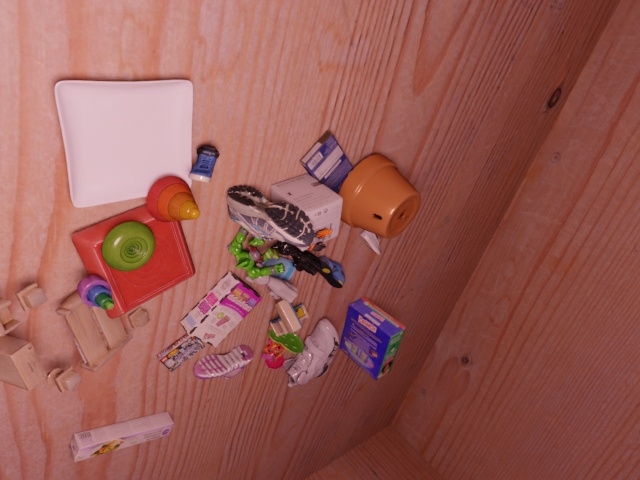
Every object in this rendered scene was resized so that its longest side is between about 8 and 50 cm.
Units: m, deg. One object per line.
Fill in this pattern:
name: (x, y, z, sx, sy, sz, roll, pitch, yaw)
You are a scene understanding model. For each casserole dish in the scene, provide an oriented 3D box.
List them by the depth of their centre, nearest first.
casserole dish: (-0.166, 0.104, 1.517, 0.114, 0.037, 0.188, -57, 144, 7)

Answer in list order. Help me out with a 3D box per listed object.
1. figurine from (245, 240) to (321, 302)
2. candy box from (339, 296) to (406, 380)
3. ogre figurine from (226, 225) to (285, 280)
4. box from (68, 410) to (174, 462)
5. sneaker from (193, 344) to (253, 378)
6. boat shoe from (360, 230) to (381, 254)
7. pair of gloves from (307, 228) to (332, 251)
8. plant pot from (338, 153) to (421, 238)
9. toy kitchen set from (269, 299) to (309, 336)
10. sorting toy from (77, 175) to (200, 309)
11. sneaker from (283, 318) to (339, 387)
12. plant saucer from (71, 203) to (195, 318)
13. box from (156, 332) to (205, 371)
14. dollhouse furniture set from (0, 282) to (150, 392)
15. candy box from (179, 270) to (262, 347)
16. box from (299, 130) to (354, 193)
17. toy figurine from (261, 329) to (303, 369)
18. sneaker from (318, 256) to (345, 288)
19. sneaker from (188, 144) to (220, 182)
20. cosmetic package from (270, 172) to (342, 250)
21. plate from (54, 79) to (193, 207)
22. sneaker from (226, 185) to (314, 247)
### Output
figurine: (-0.131, 0.097, 1.458, 0.215, 0.092, 0.209, -50, 136, -1)
candy box: (0.246, 0.481, 2.086, 0.122, 0.268, 0.317, -23, 136, -38)
ogre figurine: (-0.212, 0.042, 1.336, 0.118, 0.096, 0.197, -33, 122, 10)
box: (-0.663, 0.658, 1.435, 0.324, 0.067, 0.063, 7, 116, -50)
sneaker: (-0.364, 0.478, 1.585, 0.237, 0.095, 0.104, -6, 132, -45)
boat shoe: (0.230, 0.002, 1.839, 0.063, 0.066, 0.184, -47, 134, -4)
pair of gloves: (0.000, 0.000, 1.315, 0.074, 0.010, 0.083, -5, 127, -45)
plant pot: (0.227, -0.142, 1.555, 0.291, 0.203, 0.290, -35, 147, -27)
toy kitchen set: (-0.105, 0.274, 1.643, 0.166, 0.122, 0.207, -26, 177, -31)
sorting toy: (-0.403, 0.014, 0.990, 0.365, 0.126, 0.127, -54, 143, -15)
sneaker: (-0.046, 0.524, 1.919, 0.210, 0.137, 0.365, -21, 138, -38)
plant saucer: (-0.453, 0.049, 1.090, 0.259, 0.048, 0.258, -31, 130, -35)
box: (-0.469, 0.372, 1.430, 0.137, 0.027, 0.093, -37, 141, -18)
dollhouse furniture set: (-0.650, 0.178, 1.062, 0.355, 0.174, 0.303, -52, 143, -54)
candy box: (-0.329, 0.233, 1.423, 0.233, 0.071, 0.159, -47, 144, -7)
box: (0.030, -0.247, 1.423, 0.136, 0.036, 0.225, -49, 144, -3)
toy figurine: (-0.184, 0.466, 1.764, 0.173, 0.130, 0.159, 26, 111, -31)
sneaker: (0.044, 0.114, 1.740, 0.209, 0.069, 0.082, 53, 46, -44)
sneaker: (-0.287, -0.194, 1.051, 0.058, 0.152, 0.084, 13, 105, -11)
cosmetic package: (-0.049, -0.093, 1.346, 0.151, 0.184, 0.151, -24, 137, -33)
plate: (-0.425, -0.223, 0.950, 0.278, 0.045, 0.277, -18, 133, -38)
sneaker: (-0.145, -0.052, 1.227, 0.110, 0.283, 0.122, -47, 161, -44)
